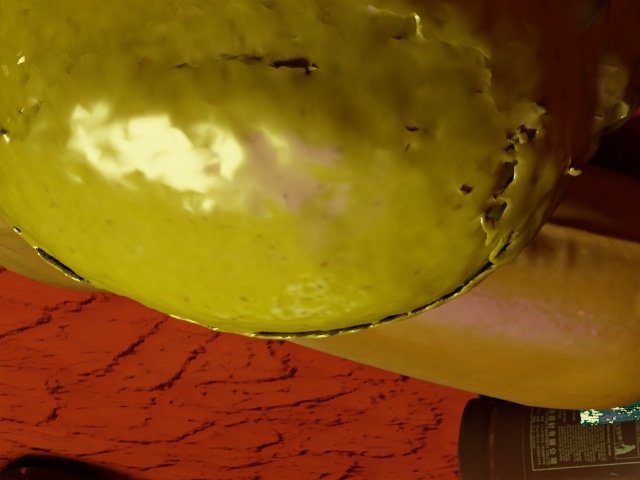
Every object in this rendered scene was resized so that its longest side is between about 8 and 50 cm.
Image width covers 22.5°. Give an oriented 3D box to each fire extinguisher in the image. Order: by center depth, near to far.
[{"bbox_3d":[0.222,0.133,0.957,0.269,0.104,0.105,-7,147,19],"label":"fire extinguisher"}]

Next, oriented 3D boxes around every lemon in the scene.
[{"bbox_3d":[-0.012,-0.066,0.565,0.260,0.204,0.204,0,149,9],"label":"lemon"}]

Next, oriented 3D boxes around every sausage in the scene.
[{"bbox_3d":[0.001,-0.005,0.752,0.354,0.116,0.134,13,163,-8],"label":"sausage"}]

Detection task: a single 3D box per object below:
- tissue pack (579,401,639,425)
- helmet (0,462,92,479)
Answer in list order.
[{"bbox_3d":[0.169,0.052,0.890,0.085,0.028,0.138,-6,129,24],"label":"tissue pack"},{"bbox_3d":[-0.199,0.199,1.148,0.123,0.098,0.070,24,116,-29],"label":"helmet"}]
